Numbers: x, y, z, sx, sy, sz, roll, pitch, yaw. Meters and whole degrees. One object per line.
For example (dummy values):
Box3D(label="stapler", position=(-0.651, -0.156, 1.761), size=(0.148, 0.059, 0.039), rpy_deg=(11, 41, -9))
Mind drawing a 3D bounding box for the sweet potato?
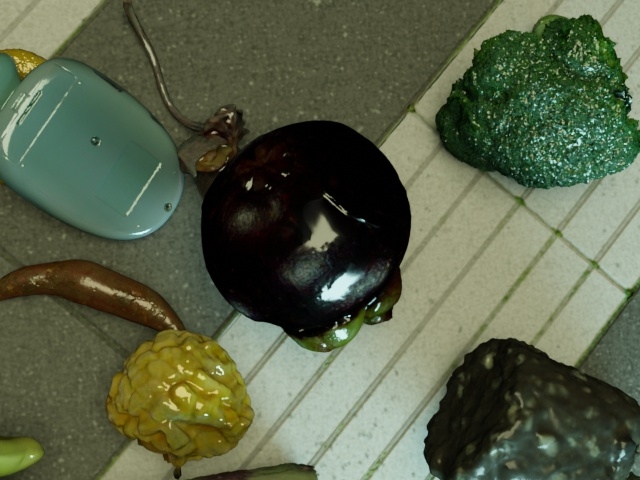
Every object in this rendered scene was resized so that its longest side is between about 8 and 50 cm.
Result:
Box3D(label="sweet potato", position=(-0.289, 0.065, 1.434), size=(0.255, 0.058, 0.078), rpy_deg=(13, 101, -3))

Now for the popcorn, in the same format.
Box3D(label="popcorn", position=(-0.170, 0.198, 1.387), size=(0.180, 0.180, 0.170), rpy_deg=(19, 69, -6))

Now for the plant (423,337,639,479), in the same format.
Box3D(label="plant", position=(0.300, 0.275, 1.416), size=(0.312, 0.213, 0.215), rpy_deg=(35, 77, -12))

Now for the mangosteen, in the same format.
Box3D(label="mangosteen", position=(0.001, -0.004, 1.399), size=(0.287, 0.287, 0.233), rpy_deg=(38, 117, -2))

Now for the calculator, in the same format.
Box3D(label="calculator", position=(-0.303, -0.119, 1.422), size=(0.299, 0.041, 0.185), rpy_deg=(38, 78, -23))

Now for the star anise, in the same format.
Box3D(label="star anise", position=(-0.198, -0.171, 1.467), size=(0.227, 0.148, 0.218), rpy_deg=(27, 113, 22))

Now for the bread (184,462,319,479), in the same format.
Box3D(label="bread", position=(-0.155, 0.360, 1.347), size=(0.338, 0.187, 0.155), rpy_deg=(-13, 90, -9))

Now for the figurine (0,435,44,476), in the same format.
Box3D(label="figurine", position=(-0.513, 0.365, 1.210), size=(0.361, 0.266, 0.377), rpy_deg=(20, 76, -46))

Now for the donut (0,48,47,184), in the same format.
Box3D(label="donut", position=(-0.394, -0.161, 1.444), size=(0.162, 0.065, 0.178), rpy_deg=(22, 80, -7))

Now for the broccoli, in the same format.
Box3D(label="broccoli", position=(0.286, -0.192, 1.496), size=(0.269, 0.269, 0.254), rpy_deg=(-30, 130, -11))
